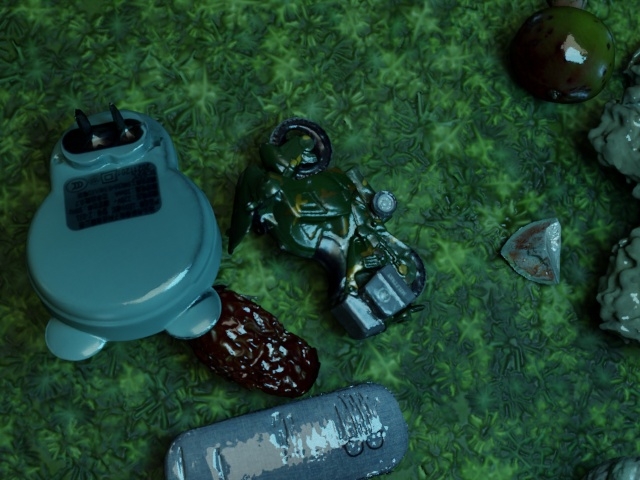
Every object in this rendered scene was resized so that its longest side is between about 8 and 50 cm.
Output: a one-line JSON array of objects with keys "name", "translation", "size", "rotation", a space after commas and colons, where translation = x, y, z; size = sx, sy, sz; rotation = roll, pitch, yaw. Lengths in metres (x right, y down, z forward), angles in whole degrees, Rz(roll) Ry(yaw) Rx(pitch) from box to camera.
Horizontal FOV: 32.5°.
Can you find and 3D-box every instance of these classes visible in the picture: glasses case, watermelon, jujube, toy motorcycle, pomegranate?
[{"name": "glasses case", "translation": [-0.037, 0.238, 1.235], "size": [0.282, 0.067, 0.109], "rotation": [-13, 81, -14]}, {"name": "watermelon", "translation": [0.269, 0.007, 1.332], "size": [0.085, 0.061, 0.085], "rotation": [0, 89, -5]}, {"name": "jujube", "translation": [-0.079, 0.121, 1.230], "size": [0.166, 0.104, 0.104], "rotation": [35, 76, -3]}, {"name": "toy motorcycle", "translation": [0.000, 0.000, 1.257], "size": [0.187, 0.125, 0.275], "rotation": [-39, 89, -23]}, {"name": "pomegranate", "translation": [0.294, -0.245, 1.349], "size": [0.129, 0.129, 0.159], "rotation": [-9, 75, -12]}]

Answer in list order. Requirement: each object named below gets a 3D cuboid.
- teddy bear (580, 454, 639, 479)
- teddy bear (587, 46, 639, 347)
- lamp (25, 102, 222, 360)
[{"name": "teddy bear", "translation": [0.410, 0.359, 1.255], "size": [0.267, 0.151, 0.236], "rotation": [27, 70, 0]}, {"name": "teddy bear", "translation": [0.458, -0.029, 1.328], "size": [0.357, 0.224, 0.368], "rotation": [38, 91, -4]}, {"name": "lamp", "translation": [-0.218, -0.015, 1.201], "size": [0.209, 0.147, 0.284], "rotation": [-11, 78, -4]}]
